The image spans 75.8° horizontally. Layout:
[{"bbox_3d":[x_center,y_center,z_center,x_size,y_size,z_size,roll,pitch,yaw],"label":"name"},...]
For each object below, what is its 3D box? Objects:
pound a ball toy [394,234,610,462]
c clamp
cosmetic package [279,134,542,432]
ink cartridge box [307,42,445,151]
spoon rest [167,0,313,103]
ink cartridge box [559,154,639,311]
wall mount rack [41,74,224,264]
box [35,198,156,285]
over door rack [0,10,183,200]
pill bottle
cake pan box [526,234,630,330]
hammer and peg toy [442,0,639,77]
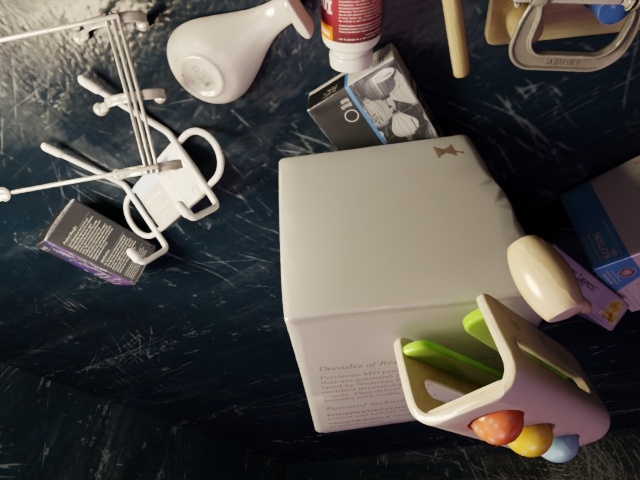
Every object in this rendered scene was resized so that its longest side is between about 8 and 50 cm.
[{"bbox_3d":[0.240,0.154,0.461,0.319,0.136,0.208,30,125,-35],"label":"pound a ball toy"},{"bbox_3d":[0.290,-0.254,0.467,0.160,0.022,0.137,7,141,-2],"label":"c clamp"},{"bbox_3d":[0.120,0.087,0.713,0.327,0.330,0.394,-7,137,1],"label":"cosmetic package"},{"bbox_3d":[0.137,-0.167,0.748,0.165,0.065,0.332,-23,133,28],"label":"ink cartridge box"},{"bbox_3d":[-0.125,-0.294,0.628,0.276,0.084,0.137,-9,138,36],"label":"spoon rest"},{"bbox_3d":[0.639,-0.035,0.744,0.198,0.197,0.270,33,132,-29],"label":"ink cartridge box"},{"bbox_3d":[-0.363,-0.129,0.804,0.350,0.130,0.304,-32,95,34],"label":"wall mount rack"},{"bbox_3d":[-0.520,0.012,0.955,0.207,0.108,0.153,36,153,-31],"label":"box"},{"bbox_3d":[-0.399,-0.199,0.631,0.324,0.108,0.240,-12,103,-7],"label":"over door rack"},{"bbox_3d":[0.043,-0.317,0.562,0.086,0.086,0.152,1,139,5],"label":"pill bottle"},{"bbox_3d":[0.428,0.056,0.837,0.245,0.267,0.070,33,94,-20],"label":"cake pan box"},{"bbox_3d":[0.279,-0.352,0.467,0.361,0.127,0.266,-3,141,9],"label":"hammer and peg toy"}]
